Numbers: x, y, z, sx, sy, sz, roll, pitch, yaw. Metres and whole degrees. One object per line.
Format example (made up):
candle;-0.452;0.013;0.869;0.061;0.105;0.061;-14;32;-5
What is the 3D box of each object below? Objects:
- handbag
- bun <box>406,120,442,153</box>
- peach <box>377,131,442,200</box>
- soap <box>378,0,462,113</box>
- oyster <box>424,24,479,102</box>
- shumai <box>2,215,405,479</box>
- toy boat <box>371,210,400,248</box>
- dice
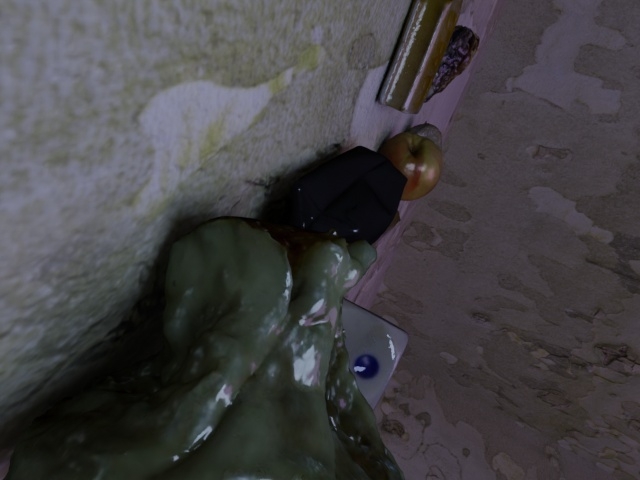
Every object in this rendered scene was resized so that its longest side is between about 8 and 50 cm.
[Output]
handbag;0.000;0.000;0.741;0.288;0.152;0.342;-53;173;33
bun;0.312;-0.290;1.352;0.173;0.113;0.167;-49;122;-14
peach;0.232;-0.193;1.127;0.184;0.184;0.184;-56;164;-25
soap;0.214;-0.403;0.881;0.160;0.080;0.258;-36;150;-62
oyster;0.358;-0.501;1.191;0.271;0.100;0.275;-51;173;13
shumai;-0.056;0.145;0.446;0.397;0.323;0.324;31;63;-38
toy boat;0.221;-0.042;1.563;0.206;0.072;0.064;-47;177;-19
dice;0.111;0.386;1.456;0.305;0.304;0.277;-62;166;-4
